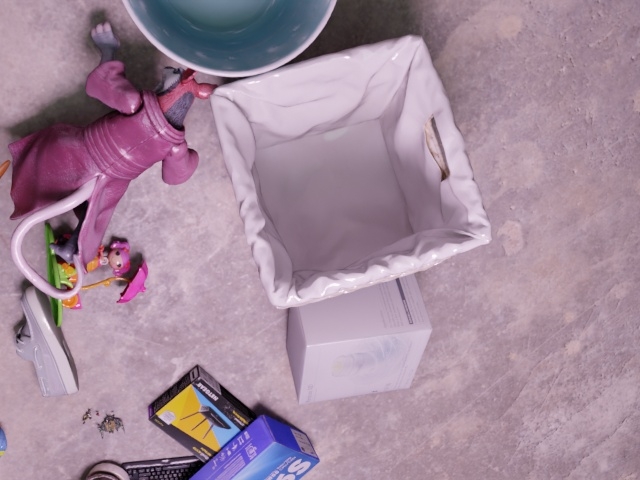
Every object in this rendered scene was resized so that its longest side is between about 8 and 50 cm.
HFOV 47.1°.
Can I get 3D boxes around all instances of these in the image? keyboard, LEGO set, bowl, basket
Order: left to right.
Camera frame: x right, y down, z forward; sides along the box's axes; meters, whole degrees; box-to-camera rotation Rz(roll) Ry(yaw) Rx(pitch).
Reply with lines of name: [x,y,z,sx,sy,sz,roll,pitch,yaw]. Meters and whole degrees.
LEGO set: [-0.413,0.348,1.411,0.054,0.023,0.083,-44,103,5]
keyboard: [-0.314,0.494,1.498,0.180,0.023,0.108,-2,114,-13]
bowl: [-0.136,-0.393,1.043,0.311,0.163,0.312,-3,103,-13]
basket: [0.030,-0.082,1.121,0.331,0.266,0.328,-16,80,-8]

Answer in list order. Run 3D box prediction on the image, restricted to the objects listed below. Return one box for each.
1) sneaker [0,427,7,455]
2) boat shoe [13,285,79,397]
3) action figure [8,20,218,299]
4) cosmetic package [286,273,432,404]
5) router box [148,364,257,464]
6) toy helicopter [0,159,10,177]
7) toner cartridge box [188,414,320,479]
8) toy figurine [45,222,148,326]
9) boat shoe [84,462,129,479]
sneaker: [-0.661,0.395,1.333,0.188,0.078,0.067,-29,131,-9]
boat shoe: [-0.490,0.186,1.281,0.081,0.079,0.228,-16,120,-12]
action figure: [-0.312,-0.139,1.078,0.370,0.276,0.248,-33,118,22]
cosmetic package: [0.061,0.179,1.339,0.224,0.138,0.224,-6,143,-10]
router box: [-0.227,0.346,1.439,0.133,0.046,0.179,-40,118,5]
toy helicopter: [-0.602,-0.054,1.108,0.234,0.140,0.355,20,125,-2]
toner cartridge box: [-0.182,0.509,1.482,0.348,0.075,0.165,-43,135,7]
toy figurine: [-0.376,0.049,1.250,0.159,0.130,0.173,-7,91,-26]
boat shoe: [-0.466,0.596,1.453,0.116,0.097,0.324,22,108,-8]
